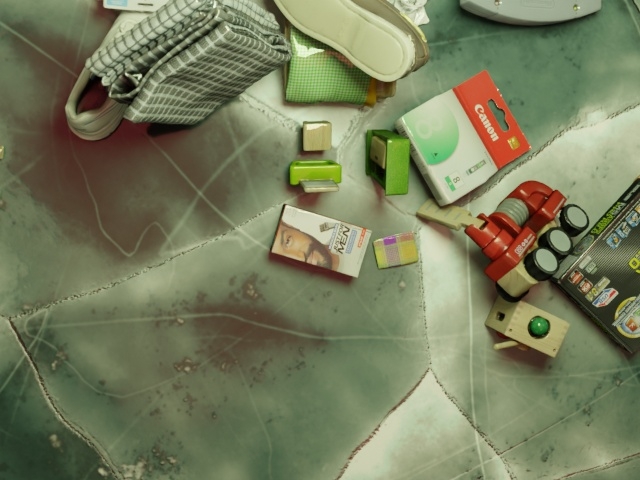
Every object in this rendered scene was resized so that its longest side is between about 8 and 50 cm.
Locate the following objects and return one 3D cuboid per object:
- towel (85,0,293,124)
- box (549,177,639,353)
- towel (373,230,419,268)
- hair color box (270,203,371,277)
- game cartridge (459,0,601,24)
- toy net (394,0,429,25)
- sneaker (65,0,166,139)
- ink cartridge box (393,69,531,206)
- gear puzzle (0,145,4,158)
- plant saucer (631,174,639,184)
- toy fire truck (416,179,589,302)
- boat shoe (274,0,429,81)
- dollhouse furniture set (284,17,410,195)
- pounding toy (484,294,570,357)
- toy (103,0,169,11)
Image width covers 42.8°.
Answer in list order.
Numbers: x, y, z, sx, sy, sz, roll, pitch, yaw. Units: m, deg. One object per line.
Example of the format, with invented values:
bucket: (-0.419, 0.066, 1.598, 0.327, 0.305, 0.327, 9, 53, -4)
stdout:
towel: (-0.193, -0.284, 1.304, 0.235, 0.283, 0.121, -28, 86, 20)
box: (0.612, 0.047, 1.584, 0.216, 0.060, 0.270, 43, 91, -9)
towel: (0.144, 0.019, 1.547, 0.083, 0.009, 0.060, -13, 97, -6)
hair color box: (0.000, 0.000, 1.503, 0.167, 0.053, 0.093, 16, 93, -8)
game cartridge: (0.384, -0.495, 1.491, 0.294, 0.060, 0.196, -3, 91, -22)
toy net: (0.202, -0.493, 1.497, 0.122, 0.045, 0.232, 40, 88, -10)
sneaker: (-0.335, -0.304, 1.392, 0.111, 0.129, 0.297, 29, 89, -6)
ink cartridge box: (0.271, -0.195, 1.502, 0.224, 0.056, 0.181, -31, 93, -13)
gear puzzle: (-0.641, -0.131, 1.403, 0.175, 0.044, 0.339, 6, 94, -9)
plant saucer: (0.652, -0.094, 1.610, 0.083, 0.013, 0.084, -1, 95, -9)
toy fire truck: (0.327, -0.033, 1.503, 0.246, 0.158, 0.217, 44, 53, 3)
boat shoe: (0.042, -0.383, 1.358, 0.324, 0.096, 0.117, 41, 128, 18)
dollhouse furniture set: (0.043, -0.239, 1.411, 0.197, 0.151, 0.302, -2, 107, -9)
pounding toy: (0.376, 0.168, 1.526, 0.130, 0.141, 0.100, 24, 91, -9)
toy: (-0.290, -0.503, 1.378, 0.136, 0.056, 0.237, 3, 72, -9)
